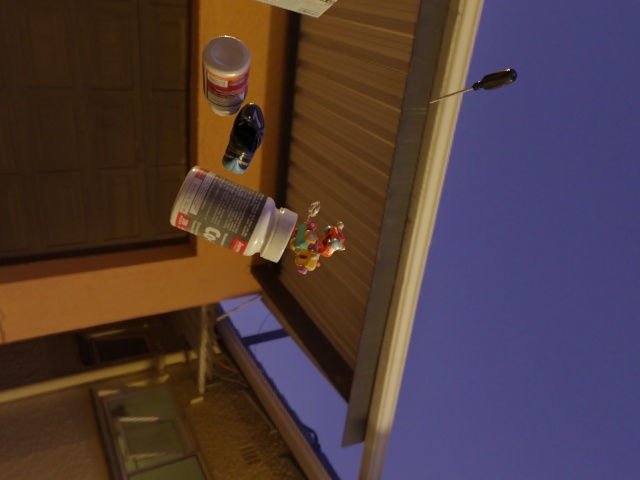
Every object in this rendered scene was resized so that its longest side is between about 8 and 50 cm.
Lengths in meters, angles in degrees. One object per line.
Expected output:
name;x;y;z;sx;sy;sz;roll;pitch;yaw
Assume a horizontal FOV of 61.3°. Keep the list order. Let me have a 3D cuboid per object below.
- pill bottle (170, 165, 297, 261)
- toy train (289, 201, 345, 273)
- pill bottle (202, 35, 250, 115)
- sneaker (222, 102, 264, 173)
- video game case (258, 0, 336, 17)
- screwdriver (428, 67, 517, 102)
pill bottle;-0.213;-0.059;1.349;0.161;0.283;0.161;-157;-90;-82
toy train;0.000;0.000;1.004;0.125;0.046;0.166;-52;-152;14
pill bottle;-0.178;-0.302;1.016;0.152;0.086;0.086;120;-45;-68
sneaker;-0.138;-0.207;1.041;0.078;0.067;0.188;-53;-160;42
video game case;-0.019;-0.372;0.774;0.166;0.119;0.015;-4;-97;63
screwdriver;0.216;-0.221;0.799;0.024;0.025;0.170;53;-28;-19
